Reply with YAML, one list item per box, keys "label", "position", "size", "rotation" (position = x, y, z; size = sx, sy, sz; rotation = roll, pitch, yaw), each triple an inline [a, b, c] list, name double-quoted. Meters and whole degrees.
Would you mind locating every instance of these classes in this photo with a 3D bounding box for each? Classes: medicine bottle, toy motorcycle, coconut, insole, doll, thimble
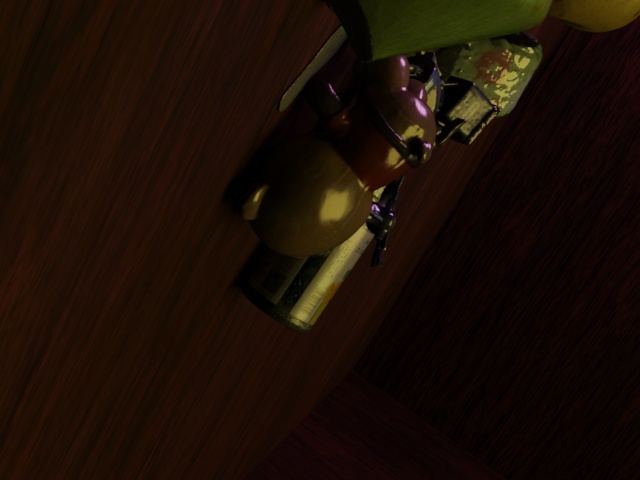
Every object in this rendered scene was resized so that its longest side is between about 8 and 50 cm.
- label: "medicine bottle"
  position: [0.000, 0.000, 2.048]
  size: [0.293, 0.141, 0.141]
  rotation: [-56, 169, 4]
- label: "toy motorcycle"
  position: [0.101, -0.133, 1.914]
  size: [0.358, 0.212, 0.125]
  rotation: [-48, -153, -3]
- label: "coconut"
  position: [0.105, -0.318, 1.156]
  size: [0.328, 0.281, 0.328]
  rotation: [-59, 164, -29]
- label: "insole"
  position: [-0.001, -0.245, 1.664]
  size: [0.188, 0.004, 0.064]
  rotation: [-51, 168, -19]
- label: "doll"
  position: [0.040, -0.107, 1.736]
  size: [0.330, 0.174, 0.235]
  rotation: [-43, 148, 5]
- label: "thimble"
  position: [0.280, -0.321, 2.181]
  size: [0.211, 0.185, 0.149]
  rotation: [-12, 136, -54]

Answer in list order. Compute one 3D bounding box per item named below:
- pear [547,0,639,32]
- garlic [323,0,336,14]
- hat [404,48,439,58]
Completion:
- label: "pear"
  position: [0.455, -0.510, 2.071]
  size: [0.309, 0.309, 0.309]
  rotation: [-52, 169, -15]
- label: "garlic"
  position: [0.061, -0.326, 1.518]
  size: [0.152, 0.066, 0.084]
  rotation: [-46, 164, -31]
- label: "hat"
  position: [0.172, -0.331, 2.027]
  size: [0.147, 0.085, 0.175]
  rotation: [-48, 150, 22]
